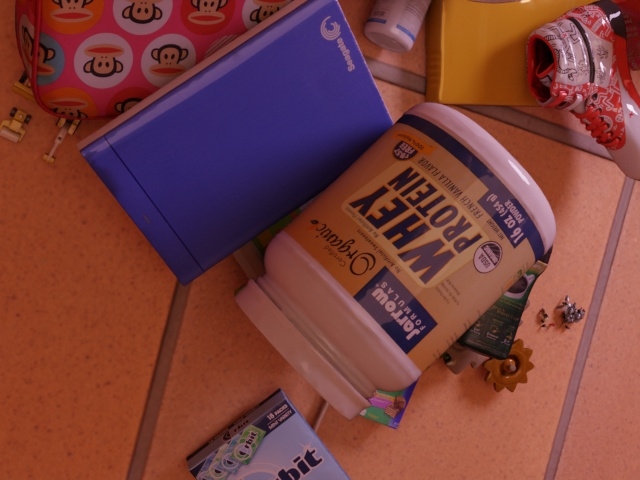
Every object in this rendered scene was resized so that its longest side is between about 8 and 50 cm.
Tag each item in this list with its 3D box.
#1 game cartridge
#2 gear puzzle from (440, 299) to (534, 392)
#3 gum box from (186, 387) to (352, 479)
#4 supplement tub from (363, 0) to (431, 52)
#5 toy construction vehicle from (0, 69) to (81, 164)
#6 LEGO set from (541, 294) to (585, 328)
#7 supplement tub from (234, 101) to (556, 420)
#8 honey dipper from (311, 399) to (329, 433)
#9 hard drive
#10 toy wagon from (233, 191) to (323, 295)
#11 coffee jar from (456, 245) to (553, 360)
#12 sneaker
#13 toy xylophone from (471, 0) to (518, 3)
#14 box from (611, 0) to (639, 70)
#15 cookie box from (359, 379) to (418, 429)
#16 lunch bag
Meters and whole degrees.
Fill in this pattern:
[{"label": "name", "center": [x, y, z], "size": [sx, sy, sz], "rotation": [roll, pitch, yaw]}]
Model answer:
[{"label": "game cartridge", "center": [0.283, -0.356, 1.137], "size": [0.285, 0.052, 0.324], "rotation": [-2, 100, -21]}, {"label": "gear puzzle", "center": [0.210, 0.090, 1.158], "size": [0.175, 0.044, 0.339], "rotation": [-43, 108, -4]}, {"label": "gum box", "center": [-0.062, 0.318, 1.066], "size": [0.157, 0.041, 0.184], "rotation": [-36, 107, -5]}, {"label": "supplement tub", "center": [0.108, -0.313, 1.057], "size": [0.071, 0.071, 0.107], "rotation": [25, 87, -22]}, {"label": "toy construction vehicle", "center": [-0.324, -0.150, 0.923], "size": [0.086, 0.035, 0.098], "rotation": [32, 84, -22]}, {"label": "LEGO set", "center": [0.386, 0.118, 1.241], "size": [0.083, 0.023, 0.054], "rotation": [-26, 105, -17]}, {"label": "supplement tub", "center": [0.081, 0.025, 0.898], "size": [0.316, 0.228, 0.228], "rotation": [-44, 109, -4]}, {"label": "honey dipper", "center": [0.012, 0.222, 1.105], "size": [0.030, 0.030, 0.161], "rotation": [24, 91, -22]}, {"label": "hard drive", "center": [-0.081, -0.114, 0.904], "size": [0.318, 0.040, 0.210], "rotation": [-35, 126, -6]}, {"label": "toy wagon", "center": [0.000, 0.000, 1.030], "size": [0.267, 0.068, 0.344], "rotation": [-33, 103, -6]}, {"label": "coffee jar", "center": [0.246, 0.066, 1.097], "size": [0.096, 0.079, 0.184], "rotation": [23, 94, -11]}, {"label": "sneaker", "center": [0.380, -0.192, 1.127], "size": [0.145, 0.090, 0.270], "rotation": [-24, 103, -16]}, {"label": "toy xylophone", "center": [0.131, -0.412, 0.972], "size": [0.322, 0.081, 0.236], "rotation": [-2, 96, -23]}, {"label": "box", "center": [0.547, -0.338, 1.127], "size": [0.128, 0.257, 0.123], "rotation": [-39, 106, -13]}, {"label": "cookie box", "center": [0.086, 0.200, 1.123], "size": [0.092, 0.040, 0.107], "rotation": [26, 86, -21]}, {"label": "lunch bag", "center": [-0.173, -0.262, 0.855], "size": [0.293, 0.120, 0.258], "rotation": [-6, 137, -28]}]
